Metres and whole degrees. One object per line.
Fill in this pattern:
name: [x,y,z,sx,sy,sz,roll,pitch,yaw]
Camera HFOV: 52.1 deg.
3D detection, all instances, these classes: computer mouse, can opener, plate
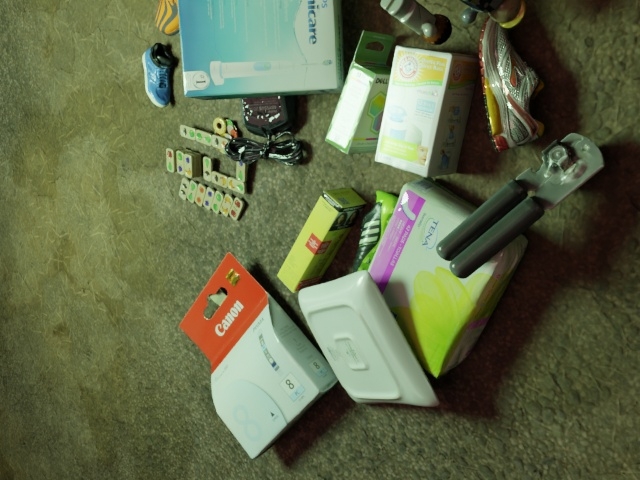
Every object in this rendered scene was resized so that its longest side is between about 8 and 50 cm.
computer mouse: [-0.118,-0.300,1.386,0.189,0.072,0.272,6,109,23]
can opener: [0.311,-0.048,1.007,0.283,0.095,0.076,-43,58,16]
plate: [0.071,0.205,1.250,0.277,0.045,0.278,61,150,-4]

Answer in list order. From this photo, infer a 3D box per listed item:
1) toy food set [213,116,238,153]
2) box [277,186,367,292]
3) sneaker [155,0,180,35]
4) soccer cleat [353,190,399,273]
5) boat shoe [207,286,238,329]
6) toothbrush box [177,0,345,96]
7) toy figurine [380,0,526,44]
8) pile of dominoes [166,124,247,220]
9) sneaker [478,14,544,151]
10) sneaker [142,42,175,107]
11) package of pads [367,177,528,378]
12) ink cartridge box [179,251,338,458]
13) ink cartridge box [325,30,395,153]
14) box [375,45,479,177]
toy food set: [-0.221,-0.242,1.521,0.083,0.020,0.083,26,114,34]
box: [0.000,0.000,1.336,0.058,0.087,0.232,46,123,24]
sneaker: [-0.331,-0.599,1.441,0.124,0.180,0.321,53,127,20]
soccer cleat: [0.103,-0.012,1.270,0.072,0.060,0.178,41,116,39]
boat shoe: [-0.220,0.158,1.585,0.049,0.042,0.133,-44,78,22]
toothbrush box: [-0.107,-0.385,1.244,0.296,0.126,0.216,-2,99,10]
toy figurine: [0.210,-0.414,0.999,0.213,0.148,0.209,-7,74,47]
pile of dominoes: [-0.273,-0.157,1.552,0.251,0.040,0.195,22,120,36]
sneaker: [0.304,-0.257,1.043,0.093,0.088,0.225,-9,88,14]
sneaker: [-0.392,-0.410,1.610,0.085,0.058,0.152,-22,77,49]
package of pads: [0.205,0.068,1.163,0.229,0.101,0.296,36,120,30]
ink cartridge box: [-0.178,0.267,1.507,0.385,0.091,0.308,47,126,13]
ink cartridge box: [0.094,-0.264,1.190,0.062,0.109,0.209,35,119,30]
box: [0.183,-0.223,1.125,0.114,0.103,0.203,23,113,35]
